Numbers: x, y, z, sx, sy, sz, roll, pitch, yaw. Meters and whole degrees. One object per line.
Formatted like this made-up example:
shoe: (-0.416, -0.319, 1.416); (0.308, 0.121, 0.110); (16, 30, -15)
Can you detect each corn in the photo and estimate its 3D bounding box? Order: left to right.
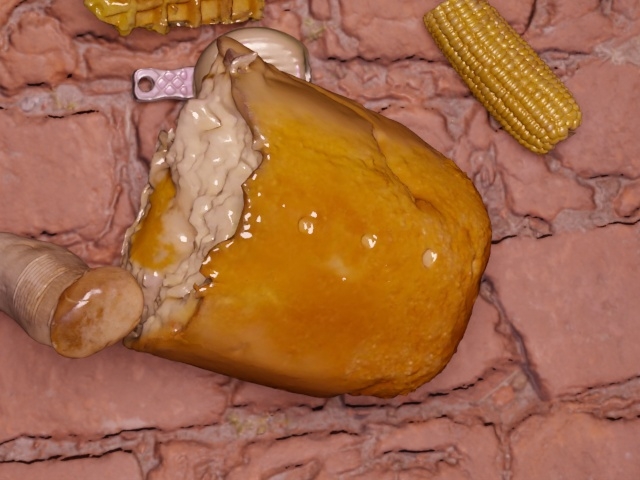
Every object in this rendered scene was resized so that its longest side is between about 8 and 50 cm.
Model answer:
corn: (0.228, -0.216, 1.161); (0.093, 0.093, 0.244); (-40, 85, -5)

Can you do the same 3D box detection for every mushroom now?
mushroom: (-0.331, 0.051, 1.033); (0.123, 0.351, 0.095); (-43, 126, -34)

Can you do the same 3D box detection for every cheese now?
cheese: (-0.123, -0.199, 1.155); (0.228, 0.064, 0.137); (-3, 83, -4)

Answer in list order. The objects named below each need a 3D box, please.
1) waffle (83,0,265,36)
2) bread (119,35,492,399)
waffle: (-0.132, -0.361, 1.077); (0.307, 0.312, 0.060); (-54, 52, 13)
bread: (0.000, 0.000, 1.033); (0.395, 0.250, 0.360); (19, 89, -18)
